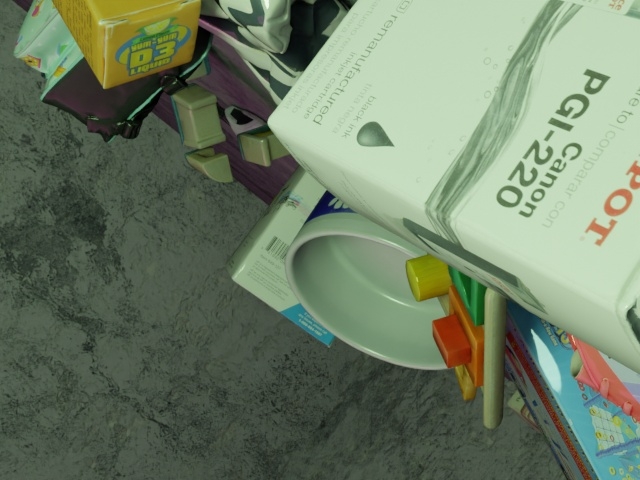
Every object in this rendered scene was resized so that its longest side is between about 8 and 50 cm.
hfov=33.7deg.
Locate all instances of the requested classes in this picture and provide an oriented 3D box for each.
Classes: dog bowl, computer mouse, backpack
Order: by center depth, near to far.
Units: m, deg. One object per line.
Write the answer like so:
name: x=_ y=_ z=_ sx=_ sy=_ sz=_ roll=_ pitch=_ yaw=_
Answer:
backpack: x=-0.173 y=-0.204 z=0.934 sx=0.144 sy=0.166 sz=0.188 roll=37 pitch=-145 yaw=-20
dog bowl: x=0.095 y=0.042 z=1.314 sx=0.265 sy=0.104 sz=0.265 roll=21 pitch=147 yaw=15
computer mouse: x=-0.137 y=-0.195 z=1.787 sx=0.106 sy=0.042 sz=0.193 roll=39 pitch=175 yaw=-31

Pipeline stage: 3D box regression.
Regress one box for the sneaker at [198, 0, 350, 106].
sneaker: x=-0.058 y=-0.188 z=0.829 sx=0.153 sy=0.094 sz=0.235 roll=41 pitch=-178 yaw=15

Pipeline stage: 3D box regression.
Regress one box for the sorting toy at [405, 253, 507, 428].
sorting toy: x=0.101 y=0.028 z=0.839 sx=0.347 sy=0.047 sz=0.196 roll=81 pitch=175 yaw=-45

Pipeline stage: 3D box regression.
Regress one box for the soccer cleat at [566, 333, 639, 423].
soccer cleat: x=0.263 y=0.102 z=0.804 sx=0.318 sy=0.116 sz=0.108 roll=51 pitch=180 yaw=10

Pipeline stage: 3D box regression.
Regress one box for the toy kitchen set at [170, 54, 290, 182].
toy kitchen set: x=-0.131 y=-0.206 z=1.487 sx=0.122 sy=0.166 sz=0.207 roll=30 pitch=136 yaw=55

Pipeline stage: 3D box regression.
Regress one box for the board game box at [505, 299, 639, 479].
board game box: x=0.233 y=0.114 z=1.005 sx=0.308 sy=0.086 sz=0.302 roll=63 pitch=-179 yaw=10

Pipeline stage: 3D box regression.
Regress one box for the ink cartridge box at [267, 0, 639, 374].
ink cartridge box: x=0.104 y=-0.056 z=0.455 sx=0.218 sy=0.158 sz=0.092 roll=32 pitch=174 yaw=43

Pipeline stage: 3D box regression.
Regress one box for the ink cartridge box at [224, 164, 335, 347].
ink cartridge box: x=0.000 y=0.000 z=1.520 sx=0.171 sy=0.232 sz=0.168 roll=36 pitch=178 yaw=-9

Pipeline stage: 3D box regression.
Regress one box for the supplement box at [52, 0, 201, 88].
supplement box: x=-0.173 y=-0.224 z=0.765 sx=0.233 sy=0.078 sz=0.080 roll=57 pitch=154 yaw=23

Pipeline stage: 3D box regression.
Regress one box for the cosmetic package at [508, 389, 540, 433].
cosmetic package: x=0.428 y=0.263 z=1.551 sx=0.129 sy=0.153 sz=0.296 roll=39 pitch=174 yaw=-21
